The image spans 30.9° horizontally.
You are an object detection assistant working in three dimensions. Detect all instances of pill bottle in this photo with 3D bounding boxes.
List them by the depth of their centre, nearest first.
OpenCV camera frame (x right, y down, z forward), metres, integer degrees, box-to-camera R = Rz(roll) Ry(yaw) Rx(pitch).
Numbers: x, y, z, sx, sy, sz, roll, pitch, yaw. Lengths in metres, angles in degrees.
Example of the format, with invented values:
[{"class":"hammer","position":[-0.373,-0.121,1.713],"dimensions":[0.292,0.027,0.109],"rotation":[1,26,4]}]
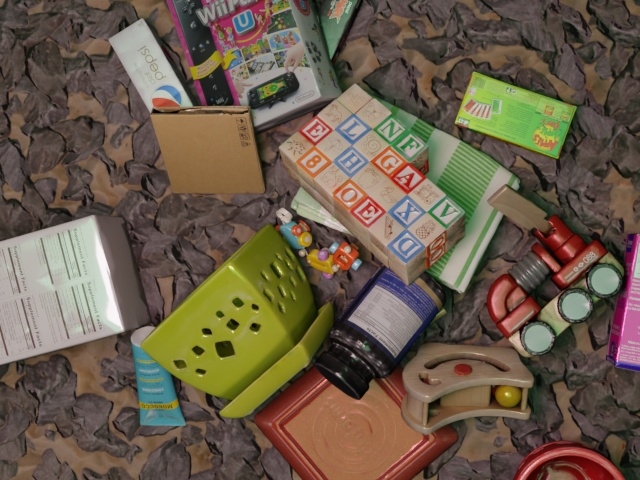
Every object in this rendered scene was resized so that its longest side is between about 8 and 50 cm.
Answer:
[{"class":"pill bottle","position":[0.092,0.141,1.849],"dimensions":[0.123,0.123,0.219],"rotation":[38,76,5]}]

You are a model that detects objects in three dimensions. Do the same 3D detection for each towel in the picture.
[{"class":"towel","position":[0.146,-0.083,1.939],"dimensions":[0.325,0.038,0.248],"rotation":[28,75,7]}]

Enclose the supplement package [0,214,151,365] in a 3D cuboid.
[{"class":"supplement package","position":[-0.452,0.086,1.944],"dimensions":[0.262,0.199,0.198],"rotation":[-15,89,5]}]

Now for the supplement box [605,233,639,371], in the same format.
[{"class":"supplement box","position":[0.544,0.104,1.887],"dimensions":[0.114,0.111,0.220],"rotation":[11,90,6]}]

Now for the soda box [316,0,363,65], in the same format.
[{"class":"soda box","position":[0.011,-0.347,1.970],"dimensions":[0.060,0.053,0.169],"rotation":[25,92,5]}]

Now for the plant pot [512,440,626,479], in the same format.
[{"class":"plant pot","position":[0.397,0.414,1.870],"dimensions":[0.191,0.174,0.191],"rotation":[0,91,6]}]

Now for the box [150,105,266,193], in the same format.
[{"class":"box","position":[-0.185,-0.148,1.931],"dimensions":[0.164,0.201,0.021],"rotation":[0,53,7]}]

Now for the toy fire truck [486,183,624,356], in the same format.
[{"class":"toy fire truck","position":[0.343,0.041,1.890],"dimensions":[0.217,0.158,0.246],"rotation":[-42,81,5]}]

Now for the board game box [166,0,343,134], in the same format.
[{"class":"board game box","position":[-0.117,-0.340,1.925],"dimensions":[0.224,0.097,0.303],"rotation":[-20,86,28]}]

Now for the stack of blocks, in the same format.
[{"class":"stack of blocks","position":[0.097,-0.092,1.843],"dimensions":[0.171,0.087,0.297],"rotation":[-40,66,-13]}]

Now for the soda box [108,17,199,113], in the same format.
[{"class":"soda box","position":[-0.275,-0.268,1.992],"dimensions":[0.074,0.069,0.216],"rotation":[-30,86,6]}]

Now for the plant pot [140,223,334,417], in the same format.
[{"class":"plant pot","position":[-0.117,0.139,1.884],"dimensions":[0.207,0.227,0.228],"rotation":[46,112,-2]}]

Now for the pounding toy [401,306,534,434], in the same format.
[{"class":"pounding toy","position":[0.210,0.211,1.875],"dimensions":[0.269,0.154,0.155],"rotation":[3,119,5]}]

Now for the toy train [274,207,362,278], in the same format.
[{"class":"toy train","position":[0.000,0.000,1.949],"dimensions":[0.166,0.125,0.046],"rotation":[36,61,9]}]

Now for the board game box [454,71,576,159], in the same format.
[{"class":"board game box","position":[0.326,-0.209,1.943],"dimensions":[0.181,0.043,0.092],"rotation":[20,92,6]}]

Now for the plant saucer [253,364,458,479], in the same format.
[{"class":"plant saucer","position":[0.057,0.323,1.970],"dimensions":[0.259,0.048,0.258],"rotation":[-41,86,5]}]

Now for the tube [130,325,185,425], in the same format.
[{"class":"tube","position":[-0.281,0.239,1.966],"dimensions":[0.080,0.052,0.207],"rotation":[3,127,10]}]
